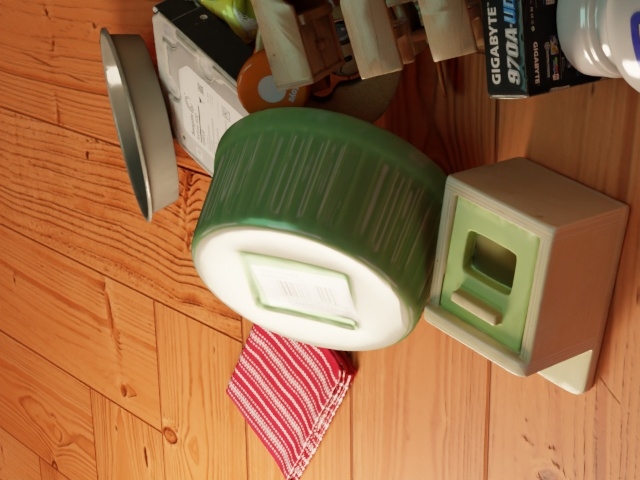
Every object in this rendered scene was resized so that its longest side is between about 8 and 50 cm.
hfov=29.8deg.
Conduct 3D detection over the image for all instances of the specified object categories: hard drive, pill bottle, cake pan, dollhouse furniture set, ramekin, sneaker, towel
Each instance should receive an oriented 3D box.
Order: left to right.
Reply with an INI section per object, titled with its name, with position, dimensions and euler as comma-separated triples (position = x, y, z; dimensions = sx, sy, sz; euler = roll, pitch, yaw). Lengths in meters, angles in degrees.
[cake pan]
position = -0.267, -0.174, 1.783
dimensions = 0.293, 0.054, 0.293
euler = 166, 90, -77
[sneaker]
position = -0.162, -0.360, 1.637
dimensions = 0.126, 0.091, 0.240
euler = -40, 72, 51
[hard drive]
position = -0.101, -0.148, 1.596
dimensions = 0.339, 0.064, 0.237
euler = 45, 152, 31
[towel]
position = -0.052, 0.204, 1.748
dimensions = 0.199, 0.031, 0.275
euler = 51, 137, 29
[ramekin]
position = 0.000, 0.000, 1.376
dimensions = 0.303, 0.148, 0.303
euler = 15, 151, 9
[dollhouse furniture set]
position = 0.058, -0.261, 1.203
dimensions = 0.242, 0.212, 0.161
euler = -10, 105, 25
[pill bottle]
position = 0.341, -0.193, 1.016
dimensions = 0.272, 0.152, 0.152
euler = 12, 111, 50

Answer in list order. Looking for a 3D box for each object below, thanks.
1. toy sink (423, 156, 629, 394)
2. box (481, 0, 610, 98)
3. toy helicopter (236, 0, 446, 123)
[toy sink]
position = 0.210, 0.052, 1.282
dimensions = 0.152, 0.131, 0.234
euler = 32, 127, 42
[box]
position = 0.222, -0.253, 1.123
dimensions = 0.051, 0.175, 0.220
euler = 8, 109, 48
[toy helicopter]
position = 0.042, -0.291, 1.343
dimensions = 0.234, 0.140, 0.355
euler = 8, 113, 4
